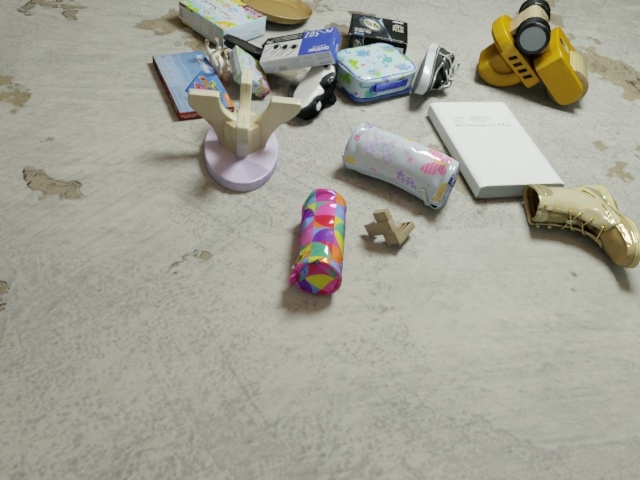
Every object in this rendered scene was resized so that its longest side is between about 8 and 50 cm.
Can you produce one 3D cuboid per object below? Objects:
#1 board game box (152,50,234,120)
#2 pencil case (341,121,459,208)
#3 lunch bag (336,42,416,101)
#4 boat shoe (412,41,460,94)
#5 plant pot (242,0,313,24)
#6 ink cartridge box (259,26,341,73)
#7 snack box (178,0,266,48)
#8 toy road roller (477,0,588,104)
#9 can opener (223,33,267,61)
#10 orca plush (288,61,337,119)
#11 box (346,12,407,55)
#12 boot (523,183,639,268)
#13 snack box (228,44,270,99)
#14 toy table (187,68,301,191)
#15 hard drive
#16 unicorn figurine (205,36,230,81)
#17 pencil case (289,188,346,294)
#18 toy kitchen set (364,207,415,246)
[{"bbox_3d":[-0.341,-0.416,1.650,0.145,0.027,0.281,-13,49,-21],"label":"board game box"},{"bbox_3d":[0.189,-0.176,1.456,0.273,0.113,0.124,27,90,15],"label":"pencil case"},{"bbox_3d":[0.149,-0.474,1.757,0.219,0.090,0.176,-20,51,-27],"label":"lunch bag"},{"bbox_3d":[0.339,-0.487,1.796,0.105,0.113,0.306,22,30,3],"label":"boat shoe"},{"bbox_3d":[-0.142,-0.746,1.992,0.236,0.032,0.236,10,37,-8],"label":"plant pot"},{"bbox_3d":[-0.055,-0.509,1.668,0.207,0.046,0.097,-1,57,23],"label":"ink cartridge box"},{"bbox_3d":[-0.297,-0.673,1.882,0.207,0.070,0.174,38,50,26],"label":"snack box"},{"bbox_3d":[0.628,-0.536,1.874,0.329,0.240,0.202,44,41,-20],"label":"toy road roller"},{"bbox_3d":[-0.191,-0.541,1.779,0.186,0.059,0.073,18,62,5],"label":"can opener"},{"bbox_3d":[-0.001,-0.413,1.688,0.151,0.102,0.287,-23,40,23],"label":"orca plush"},{"bbox_3d":[0.174,-0.621,1.917,0.180,0.078,0.147,10,44,-1],"label":"box"},{"bbox_3d":[0.585,-0.040,1.407,0.203,0.095,0.262,3,44,-9],"label":"boot"},{"bbox_3d":[-0.192,-0.453,1.674,0.100,0.037,0.141,26,33,-37],"label":"snack box"},{"bbox_3d":[-0.177,-0.263,1.437,0.252,0.161,0.274,-5,46,-16],"label":"toy table"},{"bbox_3d":[0.446,-0.244,1.618,0.233,0.047,0.353,-3,46,-15],"label":"hard drive"},{"bbox_3d":[-0.282,-0.502,1.706,0.060,0.111,0.162,-8,66,-7],"label":"unicorn figurine"},{"bbox_3d":[0.000,0.000,1.255,0.104,0.104,0.236,10,43,-2],"label":"pencil case"},{"bbox_3d":[0.145,-0.040,1.346,0.068,0.083,0.075,-9,26,44],"label":"toy kitchen set"}]
